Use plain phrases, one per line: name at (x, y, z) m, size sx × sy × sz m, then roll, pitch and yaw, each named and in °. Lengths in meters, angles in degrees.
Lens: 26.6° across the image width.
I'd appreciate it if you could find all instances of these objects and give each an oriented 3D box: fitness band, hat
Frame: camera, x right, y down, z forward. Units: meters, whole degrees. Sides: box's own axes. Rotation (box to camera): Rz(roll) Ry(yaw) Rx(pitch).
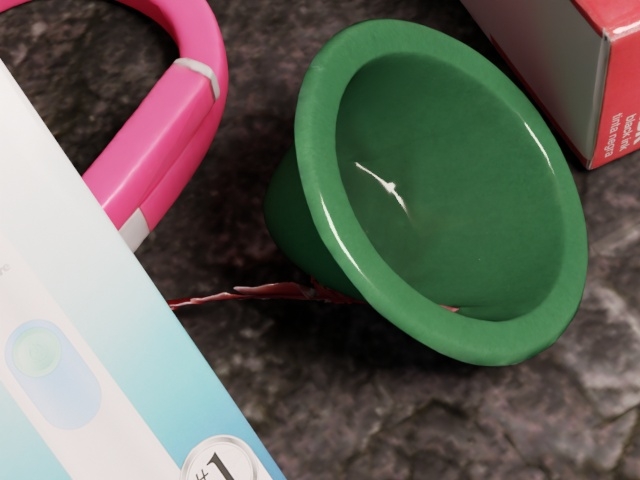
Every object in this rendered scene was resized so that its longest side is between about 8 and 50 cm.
fitness band at (-0.178, -0.061, 0.729) m, size 0.209 × 0.054 × 0.291 m, roll 26°, pitch 62°, yaw 20°
hat at (0.000, 0.000, 0.692) m, size 0.208 × 0.183 × 0.173 m, roll 27°, pitch 54°, yaw -28°

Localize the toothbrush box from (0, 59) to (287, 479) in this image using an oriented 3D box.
toothbrush box at (-0.182, 0.046, 0.516) m, size 0.216 × 0.295 × 0.126 m, roll -37°, pitch 20°, yaw -18°

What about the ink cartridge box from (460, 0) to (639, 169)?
ink cartridge box at (0.217, -0.188, 0.736) m, size 0.273 × 0.114 × 0.197 m, roll -24°, pitch 58°, yaw -9°
